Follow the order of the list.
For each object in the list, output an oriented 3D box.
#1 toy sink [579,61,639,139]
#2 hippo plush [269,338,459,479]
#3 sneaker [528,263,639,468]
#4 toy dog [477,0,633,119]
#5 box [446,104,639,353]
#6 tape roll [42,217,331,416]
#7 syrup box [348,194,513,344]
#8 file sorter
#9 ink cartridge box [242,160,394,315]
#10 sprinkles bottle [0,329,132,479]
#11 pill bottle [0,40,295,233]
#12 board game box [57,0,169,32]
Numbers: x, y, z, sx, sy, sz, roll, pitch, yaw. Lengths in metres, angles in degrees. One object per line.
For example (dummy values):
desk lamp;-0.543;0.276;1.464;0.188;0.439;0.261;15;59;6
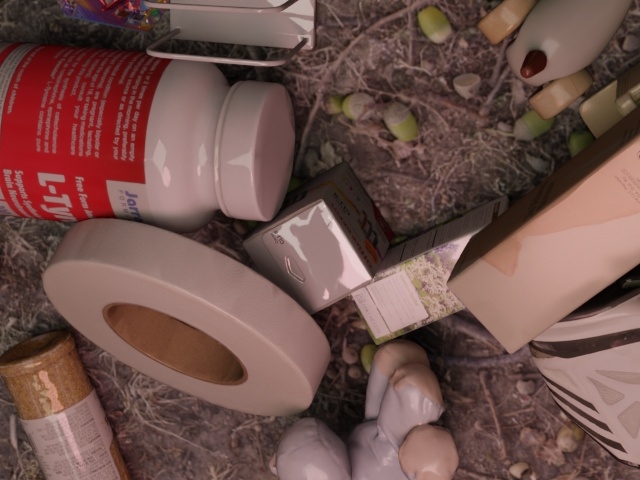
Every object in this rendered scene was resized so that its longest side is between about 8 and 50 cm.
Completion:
toy sink;0.443;-0.154;1.733;0.234;0.131;0.153;-34;99;22
hippo plush;0.046;0.273;1.906;0.236;0.234;0.294;-13;148;-2
sneaker;0.476;0.153;1.802;0.447;0.169;0.257;-4;122;39
toy dog;0.330;-0.283;1.695;0.220;0.161;0.334;31;113;0
box;0.308;-0.017;1.681;0.121;0.148;0.311;46;119;-6
tape roll;-0.175;0.107;1.867;0.392;0.072;0.392;20;155;10
syrup box;0.159;0.039;1.884;0.236;0.096;0.093;-25;105;18
file sorter;-0.113;-0.362;1.759;0.192;0.173;0.278;6;111;11
ink cartridge box;0.000;0.000;1.862;0.127;0.176;0.128;-29;102;20
sprinkles bottle;-0.350;0.311;2.081;0.121;0.121;0.355;-15;106;17
pill bottle;-0.250;-0.129;1.827;0.407;0.229;0.229;6;111;16
board game box;-0.279;-0.343;1.877;0.168;0.033;0.133;13;112;7
